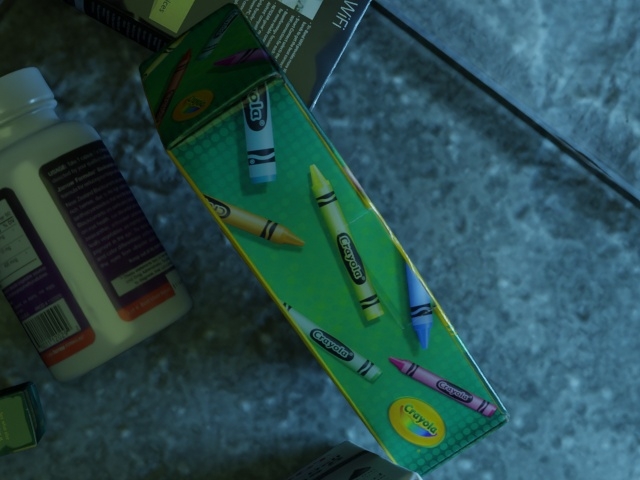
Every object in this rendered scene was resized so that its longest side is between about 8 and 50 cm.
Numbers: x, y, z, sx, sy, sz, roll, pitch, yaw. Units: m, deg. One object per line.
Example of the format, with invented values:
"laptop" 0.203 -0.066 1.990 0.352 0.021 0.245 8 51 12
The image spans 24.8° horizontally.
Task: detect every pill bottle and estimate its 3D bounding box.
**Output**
"pill bottle" -0.176 -0.012 0.972 0.108 0.108 0.194 -30 92 -8

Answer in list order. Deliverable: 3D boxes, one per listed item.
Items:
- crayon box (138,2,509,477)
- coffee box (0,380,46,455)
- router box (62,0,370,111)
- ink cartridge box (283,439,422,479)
"crayon box" 0.000 0.000 0.918 0.081 0.165 0.278 -34 116 2
"coffee box" -0.274 0.138 0.952 0.184 0.113 0.040 -16 89 -10
"router box" -0.047 -0.270 1.012 0.243 0.081 0.309 29 84 -6
"ink cartridge box" -0.018 0.229 0.904 0.198 0.273 0.115 -32 90 -8
